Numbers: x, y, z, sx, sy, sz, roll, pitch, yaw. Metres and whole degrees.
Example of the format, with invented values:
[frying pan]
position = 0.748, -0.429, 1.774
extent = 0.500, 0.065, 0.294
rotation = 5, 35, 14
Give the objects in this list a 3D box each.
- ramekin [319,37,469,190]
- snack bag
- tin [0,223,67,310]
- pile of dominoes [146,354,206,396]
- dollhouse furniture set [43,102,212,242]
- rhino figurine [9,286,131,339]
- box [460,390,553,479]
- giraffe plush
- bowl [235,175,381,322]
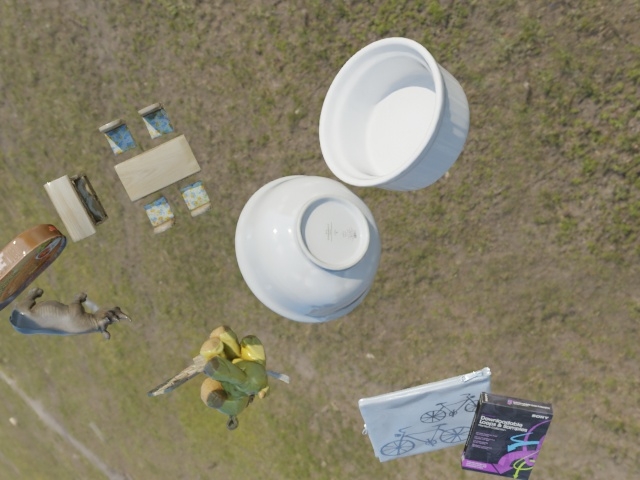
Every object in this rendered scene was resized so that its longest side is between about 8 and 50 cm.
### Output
[ramekin]
position = 0.142, -0.223, 1.220
extent = 0.277, 0.135, 0.277
rotation = -11, 74, 42
[snack bag]
position = 0.260, 0.427, 1.576
extent = 0.342, 0.323, 0.037
rotation = 69, -171, -47
[tin]
position = -0.462, 0.048, 0.971
extent = 0.040, 0.190, 0.106
rotation = 46, 178, -1
[pile of dominoes]
position = -0.375, 0.357, 1.824
extent = 0.196, 0.251, 0.040
rotation = -25, 92, 45
[dollhouse furniture set]
position = -0.340, -0.106, 1.166
extent = 0.212, 0.242, 0.161
rotation = 65, 175, -12
[rhino figurine]
position = -0.515, 0.158, 1.342
extent = 0.106, 0.243, 0.073
rotation = -105, 23, -64
[box]
position = 0.307, 0.327, 1.081
extent = 0.116, 0.029, 0.162
rotation = 8, 119, 4
[giraffe plush]
position = -0.202, 0.327, 1.495
extent = 0.210, 0.181, 0.170
rotation = 33, 118, -3
[bowl]
position = 0.000, 0.000, 1.216
extent = 0.298, 0.298, 0.134
rotation = 54, 154, -2
